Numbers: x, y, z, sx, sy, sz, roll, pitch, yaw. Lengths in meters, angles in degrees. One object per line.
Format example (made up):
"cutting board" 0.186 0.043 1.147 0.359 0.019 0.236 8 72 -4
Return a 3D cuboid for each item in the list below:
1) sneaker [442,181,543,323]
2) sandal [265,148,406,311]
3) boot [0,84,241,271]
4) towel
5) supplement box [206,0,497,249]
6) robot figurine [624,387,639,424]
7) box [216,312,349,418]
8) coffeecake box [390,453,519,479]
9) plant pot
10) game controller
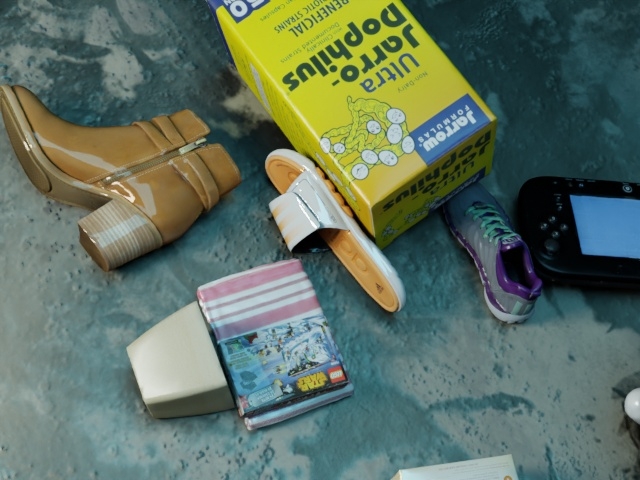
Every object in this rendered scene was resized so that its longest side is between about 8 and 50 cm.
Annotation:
"sneaker" 0.234 -0.007 1.517 0.083 0.098 0.224 -17 68 -19
"sandal" 0.003 -0.004 1.469 0.076 0.102 0.265 -35 77 -25
"boot" -0.254 -0.122 1.471 0.220 0.109 0.283 -35 77 -23
"towel" -0.057 0.125 1.435 0.144 0.029 0.197 -16 70 -19
"supplement box" 0.041 -0.198 1.494 0.194 0.195 0.356 -36 73 -5
"robot figurine" 0.515 0.199 1.356 0.353 0.300 0.200 39 51 -35
"box" -0.045 0.150 1.393 0.137 0.027 0.094 -14 68 -19
"coffeecake box" 0.169 0.353 1.337 0.142 0.068 0.186 -5 64 -14
"plant pot" -0.167 0.152 1.359 0.096 0.109 0.109 -21 68 -7
"game controller" 0.424 -0.009 1.574 0.319 0.067 0.167 4 63 -10
